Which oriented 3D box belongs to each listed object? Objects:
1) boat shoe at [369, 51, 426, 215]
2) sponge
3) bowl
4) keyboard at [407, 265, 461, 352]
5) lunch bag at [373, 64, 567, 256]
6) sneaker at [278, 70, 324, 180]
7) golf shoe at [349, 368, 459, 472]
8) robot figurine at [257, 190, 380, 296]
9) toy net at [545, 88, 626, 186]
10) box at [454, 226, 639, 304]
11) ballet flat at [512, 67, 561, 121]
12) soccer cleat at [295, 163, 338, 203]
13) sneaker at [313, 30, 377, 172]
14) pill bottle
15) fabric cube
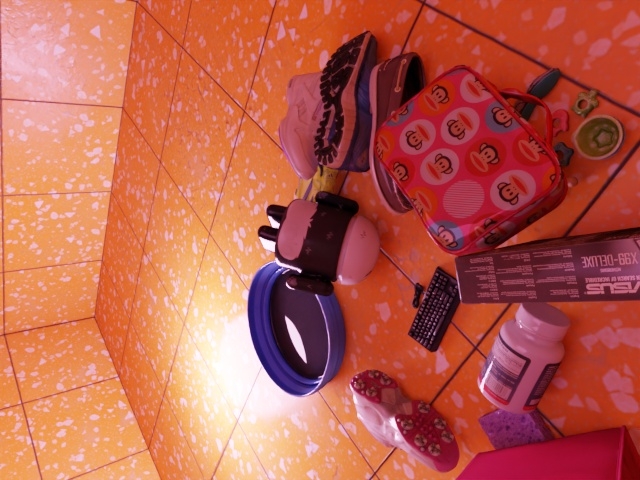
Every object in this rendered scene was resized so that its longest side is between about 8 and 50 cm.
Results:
[{"bbox_3d":[0.171,-0.216,0.971,0.097,0.117,0.323,-6,86,53],"label":"boat shoe"},{"bbox_3d":[0.393,0.406,0.872,0.117,0.031,0.210,-50,60,42],"label":"sponge"},{"bbox_3d":[-0.076,0.243,1.363,0.391,0.077,0.390,11,105,48],"label":"bowl"},{"bbox_3d":[0.235,0.143,1.023,0.108,0.023,0.180,40,124,39],"label":"keyboard"},{"bbox_3d":[0.254,-0.143,0.792,0.258,0.120,0.293,-39,62,24],"label":"lunch bag"},{"bbox_3d":[-0.011,-0.284,1.109,0.152,0.114,0.304,-9,63,23],"label":"sneaker"},{"bbox_3d":[0.185,0.421,1.076,0.306,0.115,0.140,33,131,49],"label":"golf shoe"},{"bbox_3d":[0.000,0.003,1.107,0.279,0.173,0.208,15,107,9],"label":"robot figurine"},{"bbox_3d":[0.378,-0.133,0.790,0.232,0.045,0.122,-49,60,42],"label":"toy net"},{"bbox_3d":[0.386,0.029,0.655,0.308,0.243,0.076,-11,88,49],"label":"box"},{"bbox_3d":[0.355,-0.245,0.806,0.041,0.041,0.114,52,131,31],"label":"ballet flat"},{"bbox_3d":[-0.001,-0.135,1.201,0.121,0.094,0.288,-5,93,46],"label":"soccer cleat"},{"bbox_3d":[0.083,-0.301,1.053,0.130,0.147,0.329,-3,74,52],"label":"sneaker"},{"bbox_3d":[0.355,0.198,0.824,0.108,0.108,0.180,37,123,40],"label":"pill bottle"},{"bbox_3d":[0.365,0.458,0.698,0.258,0.254,0.258,-27,74,30],"label":"fabric cube"}]
